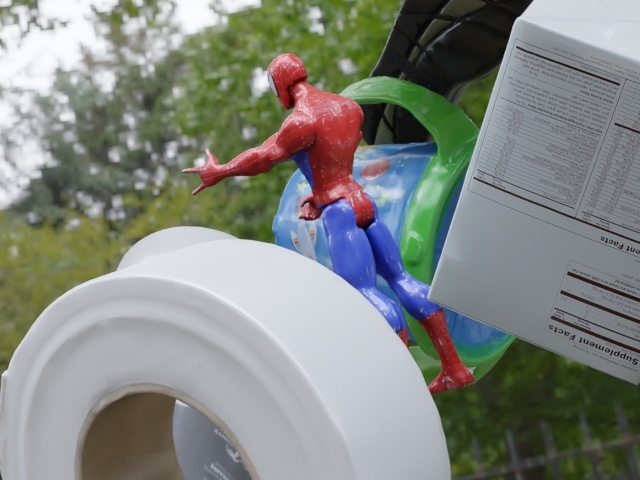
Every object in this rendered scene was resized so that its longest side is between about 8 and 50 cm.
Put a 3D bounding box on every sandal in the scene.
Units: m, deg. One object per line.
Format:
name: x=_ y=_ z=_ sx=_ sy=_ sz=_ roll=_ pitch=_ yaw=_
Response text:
sandal: x=0.130 y=-0.198 z=1.450 sx=0.086 sy=0.120 sz=0.303 roll=-36 pitch=-9 yaw=-40

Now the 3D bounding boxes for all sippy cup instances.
sippy cup: x=0.083 y=-0.004 z=1.450 sx=0.224 sy=0.305 sz=0.240 roll=11 pitch=0 yaw=37

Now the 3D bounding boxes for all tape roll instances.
tape roll: x=-0.066 y=0.145 z=0.870 sx=0.286 sy=0.286 sz=0.100 roll=-22 pitch=0 yaw=36

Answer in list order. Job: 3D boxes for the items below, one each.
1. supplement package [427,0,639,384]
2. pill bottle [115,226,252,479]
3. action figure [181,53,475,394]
supplement package: x=0.188 y=-0.057 z=0.920 sx=0.149 sy=0.203 sz=0.194 roll=22 pitch=30 yaw=12
pill bottle: x=-0.139 y=0.161 z=1.227 sx=0.204 sy=0.361 sz=0.204 roll=4 pitch=-53 yaw=5
action figure: x=0.000 y=0.000 z=1.074 sx=0.139 sy=0.280 sz=0.091 roll=-20 pitch=1 yaw=42
